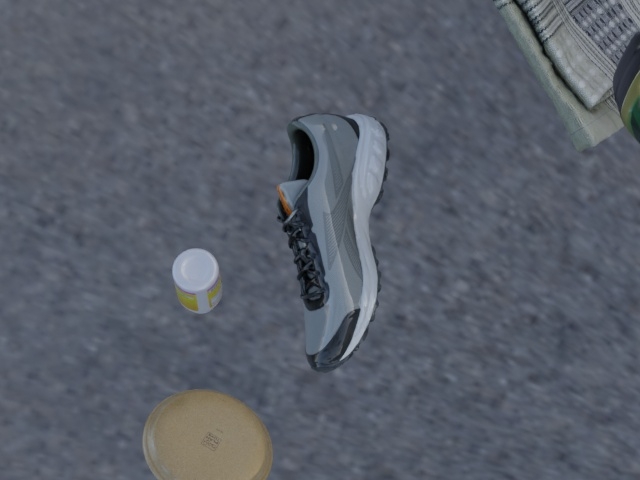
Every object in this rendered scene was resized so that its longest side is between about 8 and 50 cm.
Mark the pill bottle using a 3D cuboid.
[{"bbox_3d":[-0.114,0.041,1.763,0.043,0.083,0.043,0,68,0],"label":"pill bottle"}]

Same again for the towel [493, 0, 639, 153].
[{"bbox_3d":[0.229,-0.256,1.767,0.056,0.312,0.324,-27,94,28],"label":"towel"}]

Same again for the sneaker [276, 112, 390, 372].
[{"bbox_3d":[0.000,0.000,1.915,0.100,0.108,0.271,-19,65,59],"label":"sneaker"}]

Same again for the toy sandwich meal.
[{"bbox_3d":[-0.066,0.126,1.092,0.085,0.086,0.029,56,146,24],"label":"toy sandwich meal"}]

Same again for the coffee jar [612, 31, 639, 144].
[{"bbox_3d":[0.245,-0.052,1.131,0.184,0.096,0.079,-108,29,-41],"label":"coffee jar"}]
